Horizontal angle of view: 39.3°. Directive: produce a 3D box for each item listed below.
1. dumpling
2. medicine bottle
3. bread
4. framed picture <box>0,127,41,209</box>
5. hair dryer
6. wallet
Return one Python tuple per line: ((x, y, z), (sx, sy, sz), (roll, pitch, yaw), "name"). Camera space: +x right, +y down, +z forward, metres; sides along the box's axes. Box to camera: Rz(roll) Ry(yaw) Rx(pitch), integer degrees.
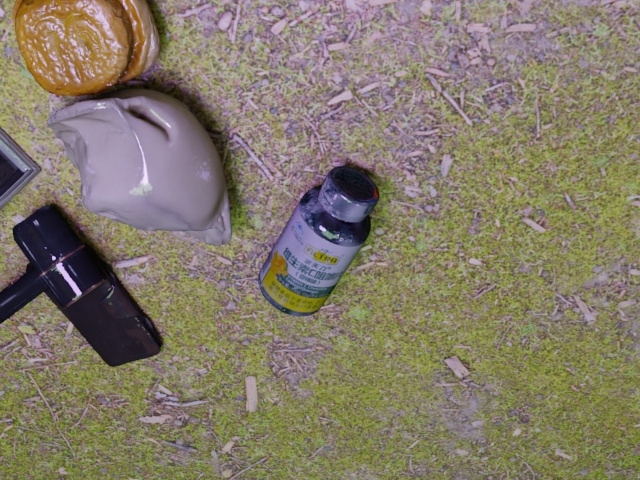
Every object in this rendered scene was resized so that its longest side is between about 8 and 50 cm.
((-0.321, -0.128, 1.591), (0.316, 0.233, 0.395), (9, 154, 42), "dumpling")
((0.000, 0.000, 1.650), (0.141, 0.141, 0.293), (24, 127, -11), "medicine bottle")
((-0.385, -0.337, 1.450), (0.236, 0.120, 0.198), (-12, 118, 15), "bread")
((-0.683, -0.106, 1.605), (0.232, 0.296, 0.019), (49, 161, -28), "framed picture")
((-0.605, 0.084, 1.794), (0.352, 0.107, 0.189), (-31, 96, 27), "hair dryer")
((-0.472, 0.145, 1.894), (0.165, 0.042, 0.309), (-16, 123, 23), "wallet")
